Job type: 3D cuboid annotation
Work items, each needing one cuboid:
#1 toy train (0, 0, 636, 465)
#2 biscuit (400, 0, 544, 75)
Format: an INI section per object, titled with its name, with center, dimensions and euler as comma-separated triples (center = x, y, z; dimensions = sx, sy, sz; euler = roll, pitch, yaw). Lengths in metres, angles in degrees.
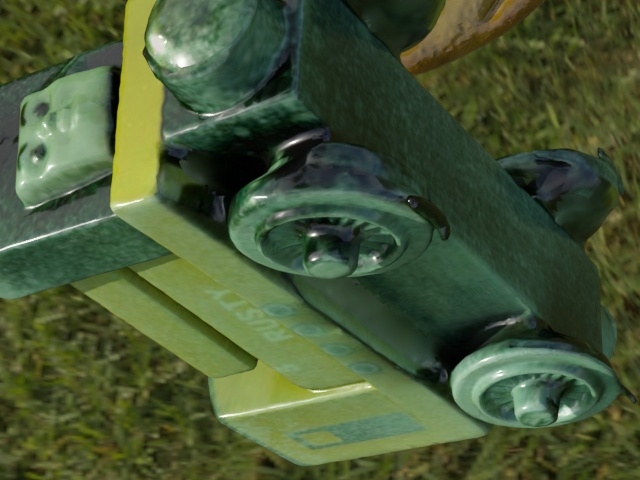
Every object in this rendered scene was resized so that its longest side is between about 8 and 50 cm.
[toy train]
center = 0.000, 0.000, 0.828
dimensions = 0.253, 0.397, 0.160
euler = -14, 58, 29
[biscuit]
center = 0.071, -0.220, 1.206
dimensions = 0.260, 0.041, 0.203
euler = -36, 114, 7
